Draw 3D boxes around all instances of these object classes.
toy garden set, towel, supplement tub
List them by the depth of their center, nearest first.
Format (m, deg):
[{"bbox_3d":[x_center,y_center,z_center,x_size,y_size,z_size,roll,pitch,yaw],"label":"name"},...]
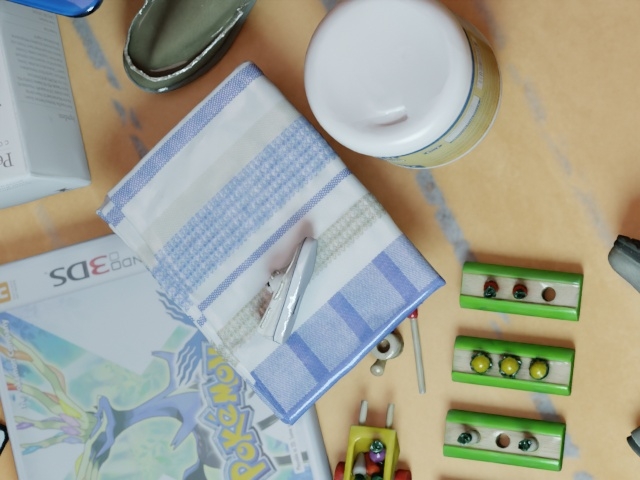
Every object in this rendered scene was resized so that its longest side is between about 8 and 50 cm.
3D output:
[{"bbox_3d":[0.078,-0.137,1.726,0.144,0.199,0.144,-1,87,16],"label":"supplement tub"},{"bbox_3d":[0.119,0.140,1.781,0.203,0.049,0.244,6,89,16],"label":"toy garden set"},{"bbox_3d":[-0.049,0.001,1.804,0.209,0.034,0.285,-44,77,12],"label":"towel"}]

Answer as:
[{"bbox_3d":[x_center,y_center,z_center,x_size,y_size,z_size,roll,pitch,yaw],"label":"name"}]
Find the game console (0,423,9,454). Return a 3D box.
[{"bbox_3d":[-0.379,0.208,1.942,0.107,0.071,0.122,32,97,45],"label":"game console"}]

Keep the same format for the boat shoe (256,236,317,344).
[{"bbox_3d":[-0.032,0.041,1.764,0.035,0.035,0.100,21,101,14],"label":"boat shoe"}]

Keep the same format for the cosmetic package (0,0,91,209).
[{"bbox_3d":[-0.327,-0.125,1.867,0.151,0.151,0.184,-15,84,15],"label":"cosmetic package"}]

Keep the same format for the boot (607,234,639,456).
[{"bbox_3d":[0.313,0.121,1.714,0.246,0.083,0.161,40,104,15],"label":"boot"}]

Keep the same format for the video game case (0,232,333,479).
[{"bbox_3d":[-0.156,0.151,1.867,0.300,0.036,0.329,-15,84,15],"label":"video game case"}]

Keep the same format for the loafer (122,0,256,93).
[{"bbox_3d":[-0.100,-0.244,1.840,0.094,0.087,0.251,43,99,13],"label":"loafer"}]

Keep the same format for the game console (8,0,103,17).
[{"bbox_3d":[-0.277,-0.349,1.851,0.293,0.250,0.173,17,118,16],"label":"game console"}]
